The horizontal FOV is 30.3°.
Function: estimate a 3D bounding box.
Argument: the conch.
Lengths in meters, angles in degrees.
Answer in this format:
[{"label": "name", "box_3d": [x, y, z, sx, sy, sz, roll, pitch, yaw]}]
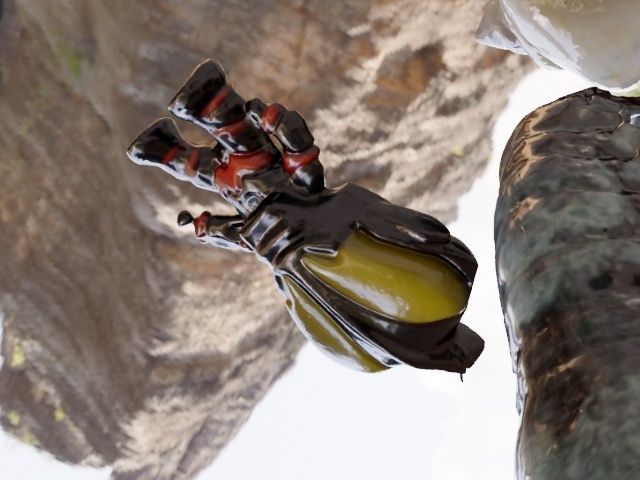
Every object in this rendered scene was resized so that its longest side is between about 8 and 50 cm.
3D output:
[{"label": "conch", "box_3d": [0.216, -0.172, 0.728, 0.127, 0.255, 0.158, 59, -155, -46]}]

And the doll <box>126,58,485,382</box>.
[{"label": "doll", "box_3d": [-0.002, 0.003, 0.716, 0.249, 0.088, 0.127, 42, 159, -9]}]

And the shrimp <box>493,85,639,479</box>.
[{"label": "shrimp", "box_3d": [0.131, 0.091, 0.434, 0.166, 0.221, 0.410, 18, -135, -37]}]
